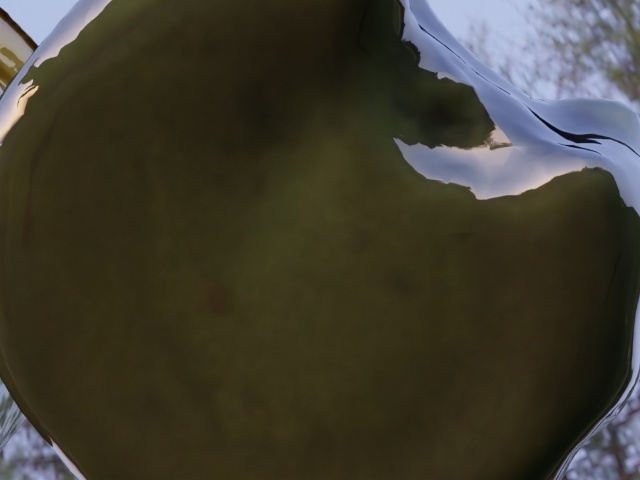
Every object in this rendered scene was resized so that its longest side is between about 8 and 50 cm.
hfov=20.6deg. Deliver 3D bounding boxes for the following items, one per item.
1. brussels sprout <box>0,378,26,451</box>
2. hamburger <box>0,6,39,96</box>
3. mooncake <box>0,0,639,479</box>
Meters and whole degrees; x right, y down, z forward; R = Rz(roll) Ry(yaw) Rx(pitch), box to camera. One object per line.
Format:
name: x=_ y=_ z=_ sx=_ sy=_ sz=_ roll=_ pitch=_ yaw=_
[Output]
brussels sprout: x=-0.293 y=0.105 z=0.975 sx=0.271 sy=0.210 sz=0.219 roll=-27 pitch=-8 yaw=-37
hamburger: x=-0.310 y=-0.033 z=1.153 sx=0.276 sy=0.237 sz=0.276 roll=17 pitch=-41 yaw=15
mooncake: x=0.000 y=0.000 z=0.912 sx=0.351 sy=0.187 sz=0.351 roll=1 pitch=-85 yaw=9
